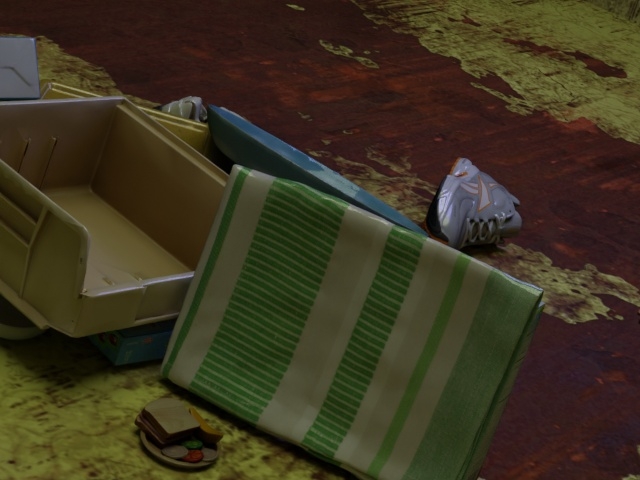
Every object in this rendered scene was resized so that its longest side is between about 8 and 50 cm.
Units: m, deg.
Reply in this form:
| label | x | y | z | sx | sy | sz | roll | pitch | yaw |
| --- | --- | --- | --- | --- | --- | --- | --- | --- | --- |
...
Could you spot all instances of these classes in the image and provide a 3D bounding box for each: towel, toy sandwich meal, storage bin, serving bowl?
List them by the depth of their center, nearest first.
| label | x | y | z | sx | sy | sz | roll | pitch | yaw |
| --- | --- | --- | --- | --- | --- | --- | --- | --- | --- |
| toy sandwich meal | -0.129 | 0.178 | 1.420 | 0.085 | 0.029 | 0.085 | 15 | 24 | -7 |
| towel | 0.018 | 0.093 | 1.445 | 0.324 | 0.248 | 0.038 | 25 | 14 | 20 |
| serving bowl | -0.308 | 0.076 | 1.522 | 0.083 | 0.027 | 0.083 | 14 | 23 | -6 |
| storage bin | -0.228 | -0.029 | 1.553 | 0.260 | 0.123 | 0.262 | 36 | 26 | 29 |

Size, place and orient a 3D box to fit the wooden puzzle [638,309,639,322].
| label | x | y | z | sx | sy | sz | roll | pitch | yaw |
| --- | --- | --- | --- | --- | --- | --- | --- | --- | --- |
| wooden puzzle | 0.444 | 0.110 | 1.987 | 0.083 | 0.006 | 0.049 | 34 | 29 | 33 |

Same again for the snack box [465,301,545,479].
| label | x | y | z | sx | sy | sz | roll | pitch | yaw |
| --- | --- | --- | --- | --- | --- | --- | --- | --- | --- |
| snack box | 0.099 | 0.119 | 1.485 | 0.174 | 0.207 | 0.070 | 27 | 26 | 20 |

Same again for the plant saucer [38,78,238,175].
| label | x | y | z | sx | sy | sz | roll | pitch | yaw |
| --- | --- | --- | --- | --- | --- | --- | --- | --- | --- |
| plant saucer | -0.257 | -0.096 | 1.867 | 0.332 | 0.081 | 0.333 | 15 | 24 | -4 |

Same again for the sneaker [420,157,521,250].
| label | x | y | z | sx | sy | sz | roll | pitch | yaw |
| --- | --- | --- | --- | --- | --- | --- | --- | --- | --- |
| sneaker | 0.206 | -0.032 | 2.030 | 0.121 | 0.099 | 0.262 | 26 | 26 | 6 |

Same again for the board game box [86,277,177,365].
| label | x | y | z | sx | sy | sz | roll | pitch | yaw |
| --- | --- | --- | --- | --- | --- | --- | --- | --- | --- |
| board game box | -0.212 | 0.049 | 1.608 | 0.160 | 0.039 | 0.211 | -5 | 36 | -48 |

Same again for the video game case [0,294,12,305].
| label | x | y | z | sx | sy | sz | roll | pitch | yaw |
| --- | --- | --- | --- | --- | --- | --- | --- | --- | --- |
| video game case | -0.364 | 0.021 | 1.616 | 0.157 | 0.019 | 0.143 | 12 | 25 | -15 |

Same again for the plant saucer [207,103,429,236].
| label | x | y | z | sx | sy | sz | roll | pitch | yaw |
| --- | --- | --- | --- | --- | --- | --- | --- | --- | --- |
| plant saucer | -0.011 | -0.071 | 1.900 | 0.317 | 0.044 | 0.317 | 30 | 6 | -4 |

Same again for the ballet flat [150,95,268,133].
| label | x | y | z | sx | sy | sz | roll | pitch | yaw |
| --- | --- | --- | --- | --- | --- | --- | --- | --- | --- |
| ballet flat | -0.156 | -0.155 | 2.074 | 0.203 | 0.074 | 0.074 | 23 | 24 | 12 |

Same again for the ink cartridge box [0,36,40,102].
| label | x | y | z | sx | sy | sz | roll | pitch | yaw |
| --- | --- | --- | --- | --- | --- | --- | --- | --- | --- |
| ink cartridge box | -0.458 | -0.191 | 1.863 | 0.134 | 0.078 | 0.231 | -6 | -1 | -42 |

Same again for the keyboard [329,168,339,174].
| label | x | y | z | sx | sy | sz | roll | pitch | yaw |
| --- | --- | --- | --- | --- | --- | --- | --- | --- | --- |
| keyboard | -0.098 | -0.130 | 2.129 | 0.256 | 0.014 | 0.072 | 26 | 25 | 18 |
